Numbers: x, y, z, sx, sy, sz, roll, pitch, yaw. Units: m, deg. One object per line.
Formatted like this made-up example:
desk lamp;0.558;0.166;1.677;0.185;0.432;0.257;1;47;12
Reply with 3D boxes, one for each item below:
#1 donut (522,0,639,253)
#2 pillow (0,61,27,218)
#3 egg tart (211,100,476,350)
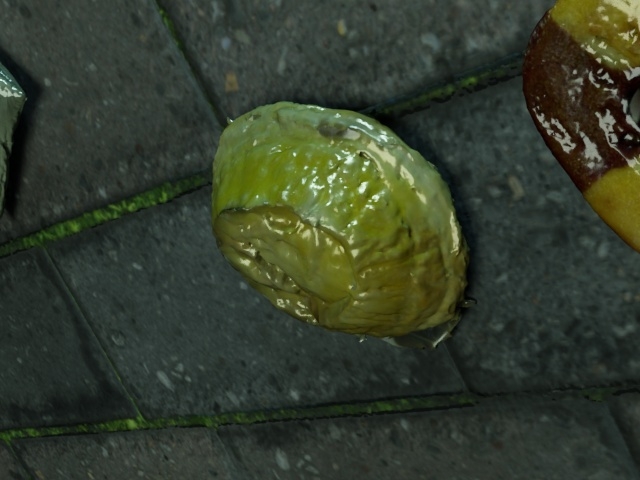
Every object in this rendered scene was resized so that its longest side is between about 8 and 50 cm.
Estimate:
donut;0.207;-0.078;0.621;0.184;0.073;0.166;44;140;11
pillow;-0.373;-0.124;1.155;0.148;0.050;0.230;46;142;15
egg tart;0.000;0.000;0.862;0.252;0.098;0.232;36;141;13
